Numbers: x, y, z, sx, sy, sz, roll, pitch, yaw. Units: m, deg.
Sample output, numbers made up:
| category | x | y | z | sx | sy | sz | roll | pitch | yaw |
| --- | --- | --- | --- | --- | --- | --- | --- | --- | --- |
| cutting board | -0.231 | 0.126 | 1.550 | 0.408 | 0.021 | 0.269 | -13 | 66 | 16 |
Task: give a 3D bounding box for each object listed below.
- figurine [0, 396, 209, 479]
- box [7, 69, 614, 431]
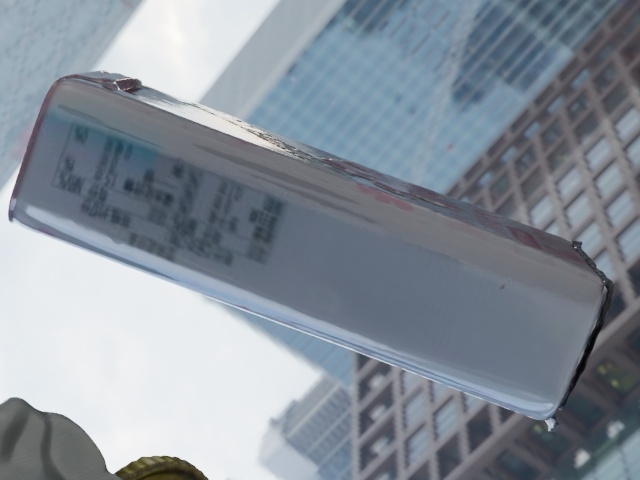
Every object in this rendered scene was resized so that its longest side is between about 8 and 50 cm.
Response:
| category | x | y | z | sx | sy | sz | roll | pitch | yaw |
| --- | --- | --- | --- | --- | --- | --- | --- | --- | --- |
| figurine | -0.131 | 0.118 | 0.357 | 0.271 | 0.143 | 0.143 | -6 | -132 | -32 |
| box | 0.000 | 0.000 | 0.862 | 0.370 | 0.112 | 0.190 | 22 | -169 | 0 |
